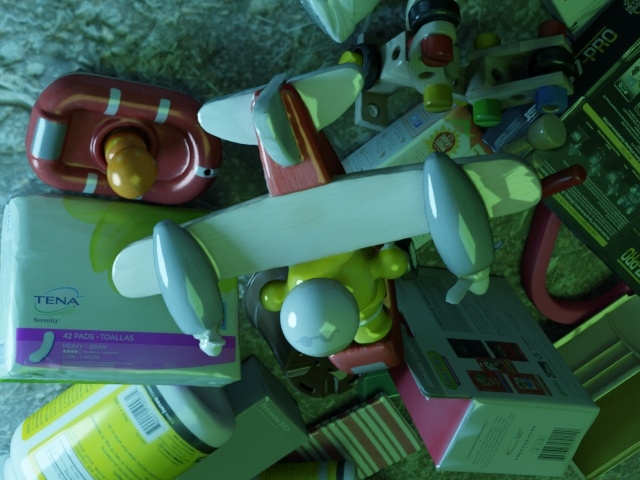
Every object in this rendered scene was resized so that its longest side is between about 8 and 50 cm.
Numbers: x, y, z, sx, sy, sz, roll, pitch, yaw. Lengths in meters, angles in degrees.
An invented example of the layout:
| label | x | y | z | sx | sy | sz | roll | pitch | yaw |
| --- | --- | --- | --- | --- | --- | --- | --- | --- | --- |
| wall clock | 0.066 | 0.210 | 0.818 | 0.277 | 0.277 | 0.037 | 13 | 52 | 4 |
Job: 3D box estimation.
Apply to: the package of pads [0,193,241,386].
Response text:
| label | x | y | z | sx | sy | sz | roll | pitch | yaw |
| --- | --- | --- | --- | --- | --- | --- | --- | --- | --- |
| package of pads | -0.248 | 0.062 | 1.409 | 0.296 | 0.229 | 0.101 | 4 | 165 | -23 |

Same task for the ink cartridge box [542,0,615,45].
| label | x | y | z | sx | sy | sz | roll | pitch | yaw |
| --- | --- | --- | --- | --- | --- | --- | --- | --- | --- |
| ink cartridge box | 0.359 | -0.310 | 1.465 | 0.109 | 0.063 | 0.150 | -39 | 127 | 7 |

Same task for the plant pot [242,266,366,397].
| label | x | y | z | sx | sy | sz | roll | pitch | yaw |
| --- | --- | --- | --- | --- | --- | --- | --- | --- | --- |
| plant pot | -0.010 | 0.120 | 1.565 | 0.167 | 0.165 | 0.167 | -9 | 126 | -13 |

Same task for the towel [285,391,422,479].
| label | x | y | z | sx | sy | sz | roll | pitch | yaw |
| --- | --- | --- | --- | --- | --- | --- | --- | --- | --- |
| towel | 0.048 | 0.325 | 1.804 | 0.197 | 0.029 | 0.144 | -28 | 126 | 8 |

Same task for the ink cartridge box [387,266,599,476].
| label | x | y | z | sx | sy | sz | roll | pitch | yaw |
| --- | --- | --- | --- | --- | --- | --- | --- | --- | --- |
| ink cartridge box | 0.187 | 0.172 | 1.582 | 0.271 | 0.309 | 0.130 | 9 | 120 | -24 |

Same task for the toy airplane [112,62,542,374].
| label | x | y | z | sx | sy | sz | roll | pitch | yaw |
| --- | --- | --- | --- | --- | --- | --- | --- | --- | --- |
| toy airplane | 0.000 | 0.000 | 1.267 | 0.384 | 0.272 | 0.386 | 22 | 131 | -17 |

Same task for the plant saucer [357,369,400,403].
| label | x | y | z | sx | sy | sz | roll | pitch | yaw |
| --- | --- | --- | --- | --- | --- | --- | --- | --- | --- |
| plant saucer | 0.152 | 0.214 | 1.783 | 0.192 | 0.018 | 0.067 | -10 | 126 | -12 |

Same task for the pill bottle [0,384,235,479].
| label | x | y | z | sx | sy | sz | roll | pitch | yaw |
| --- | --- | --- | --- | --- | --- | --- | --- | --- | --- |
| pill bottle | -0.299 | 0.283 | 1.559 | 0.334 | 0.188 | 0.188 | -35 | 128 | 6 |

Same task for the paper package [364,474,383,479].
| label | x | y | z | sx | sy | sz | roll | pitch | yaw |
| --- | --- | --- | --- | --- | --- | --- | --- | --- | --- |
| paper package | 0.045 | 0.590 | 1.891 | 0.309 | 0.168 | 0.325 | -27 | 131 | 4 |

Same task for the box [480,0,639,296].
| label | x | y | z | sx | sy | sz | roll | pitch | yaw |
| --- | --- | --- | --- | --- | --- | --- | --- | --- | --- |
| box | 0.448 | -0.130 | 1.527 | 0.318 | 0.097 | 0.395 | -47 | 130 | 8 |

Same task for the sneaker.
| label | x | y | z | sx | sy | sz | roll | pitch | yaw |
| --- | --- | --- | --- | --- | --- | --- | --- | --- | --- |
| sneaker | 0.001 | -0.344 | 1.309 | 0.115 | 0.090 | 0.232 | -39 | 136 | 0 |

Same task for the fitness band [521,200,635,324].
| label | x | y | z | sx | sy | sz | roll | pitch | yaw |
| --- | --- | --- | --- | --- | --- | --- | --- | --- | --- |
| fitness band | 0.414 | 0.000 | 1.707 | 0.209 | 0.054 | 0.291 | -2 | 123 | -18 |

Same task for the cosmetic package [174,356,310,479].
| label | x | y | z | sx | sy | sz | roll | pitch | yaw |
| --- | --- | --- | --- | --- | --- | --- | --- | --- | --- |
| cosmetic package | -0.149 | 0.296 | 1.677 | 0.238 | 0.107 | 0.127 | -35 | 126 | 10 |

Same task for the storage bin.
| label | x | y | z | sx | sy | sz | roll | pitch | yaw |
| --- | --- | --- | --- | --- | --- | --- | --- | --- | --- |
| storage bin | 0.472 | 0.236 | 1.811 | 0.260 | 0.123 | 0.262 | -35 | 141 | 6 |

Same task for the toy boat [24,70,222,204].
| label | x | y | z | sx | sy | sz | roll | pitch | yaw |
| --- | --- | --- | --- | --- | --- | --- | --- | --- | --- |
| toy boat | -0.227 | -0.102 | 1.341 | 0.231 | 0.151 | 0.151 | 7 | 121 | -24 |

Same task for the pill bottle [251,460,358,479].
| label | x | y | z | sx | sy | sz | roll | pitch | yaw |
| --- | --- | --- | --- | --- | --- | --- | --- | --- | --- |
| pill bottle | -0.046 | 0.404 | 1.752 | 0.208 | 0.119 | 0.119 | -3 | 126 | 5 |

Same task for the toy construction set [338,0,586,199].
| label | x | y | z | sx | sy | sz | roll | pitch | yaw |
| --- | --- | --- | --- | --- | --- | --- | --- | --- | --- |
| toy construction set | 0.164 | -0.172 | 1.376 | 0.257 | 0.309 | 0.237 | -17 | 174 | -43 |

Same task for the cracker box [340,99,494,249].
| label | x | y | z | sx | sy | sz | roll | pitch | yaw |
| --- | --- | --- | --- | --- | --- | --- | --- | --- | --- |
| cracker box | 0.124 | -0.080 | 1.537 | 0.232 | 0.067 | 0.156 | -37 | 127 | 6 |
